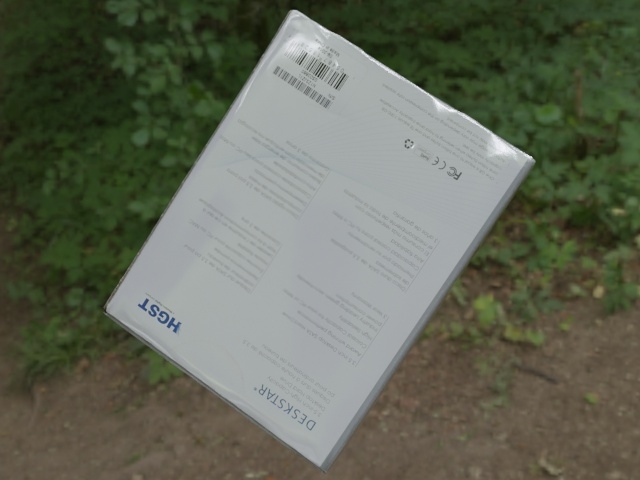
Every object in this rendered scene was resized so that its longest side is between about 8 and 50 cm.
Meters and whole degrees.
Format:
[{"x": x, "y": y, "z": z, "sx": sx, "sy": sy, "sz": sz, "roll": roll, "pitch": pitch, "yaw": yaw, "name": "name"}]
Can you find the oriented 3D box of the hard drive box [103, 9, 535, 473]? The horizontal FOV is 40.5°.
[{"x": 0.000, "y": 0.000, "z": 0.573, "sx": 0.181, "sy": 0.232, "sz": 0.089, "roll": 35, "pitch": 5, "yaw": 10, "name": "hard drive box"}]
